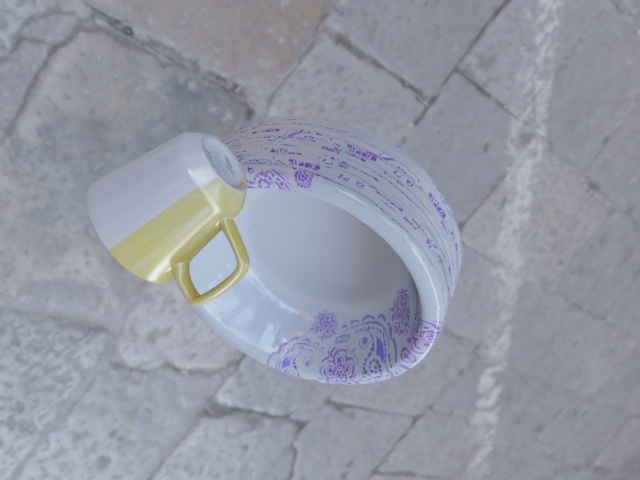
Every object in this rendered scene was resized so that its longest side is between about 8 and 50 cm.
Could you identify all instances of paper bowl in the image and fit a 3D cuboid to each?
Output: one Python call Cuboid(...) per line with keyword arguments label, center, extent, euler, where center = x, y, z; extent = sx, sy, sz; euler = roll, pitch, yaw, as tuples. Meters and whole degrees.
Cuboid(label="paper bowl", center=(0.000, 0.000, 0.912), extent=(0.284, 0.284, 0.148), euler=(91, 18, -45))

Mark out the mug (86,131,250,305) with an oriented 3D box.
Cuboid(label="mug", center=(-0.066, -0.016, 0.455), extent=(0.064, 0.062, 0.078), euler=(-34, 110, 19))
